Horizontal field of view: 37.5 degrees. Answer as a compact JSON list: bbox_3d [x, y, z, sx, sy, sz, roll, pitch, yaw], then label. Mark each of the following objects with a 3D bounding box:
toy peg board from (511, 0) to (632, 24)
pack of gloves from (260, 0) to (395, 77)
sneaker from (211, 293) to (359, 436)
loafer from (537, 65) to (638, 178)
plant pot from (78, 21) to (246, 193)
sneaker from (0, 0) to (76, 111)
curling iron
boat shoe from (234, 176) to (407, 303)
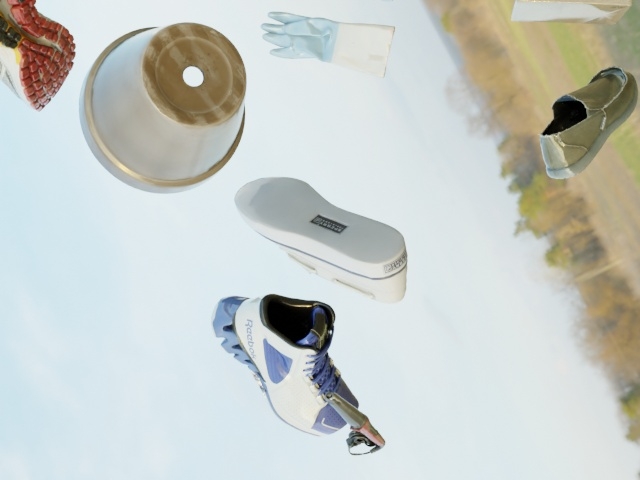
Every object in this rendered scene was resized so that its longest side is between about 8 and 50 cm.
[{"bbox_3d":[0.373,-0.378,1.409,0.161,0.161,0.079,-22,-64,-81],"label":"toy peg board"},{"bbox_3d":[0.021,-0.379,1.528,0.046,0.232,0.195,-14,-63,-69],"label":"pack of gloves"},{"bbox_3d":[-0.030,0.204,1.607,0.315,0.182,0.127,48,-130,-18],"label":"sneaker"},{"bbox_3d":[0.429,-0.207,1.511,0.251,0.094,0.087,-52,-60,-30],"label":"loafer"},{"bbox_3d":[-0.266,-0.265,1.738,0.323,0.323,0.280,60,159,-6],"label":"plant pot"},{"bbox_3d":[-0.326,-0.219,0.976,0.093,0.088,0.225,24,158,17],"label":"sneaker"},{"bbox_3d":[0.053,0.310,1.579,0.274,0.068,0.035,61,-167,-58],"label":"curling iron"},{"bbox_3d":[0.000,0.000,1.158,0.267,0.096,0.088,22,139,34],"label":"boat shoe"}]
